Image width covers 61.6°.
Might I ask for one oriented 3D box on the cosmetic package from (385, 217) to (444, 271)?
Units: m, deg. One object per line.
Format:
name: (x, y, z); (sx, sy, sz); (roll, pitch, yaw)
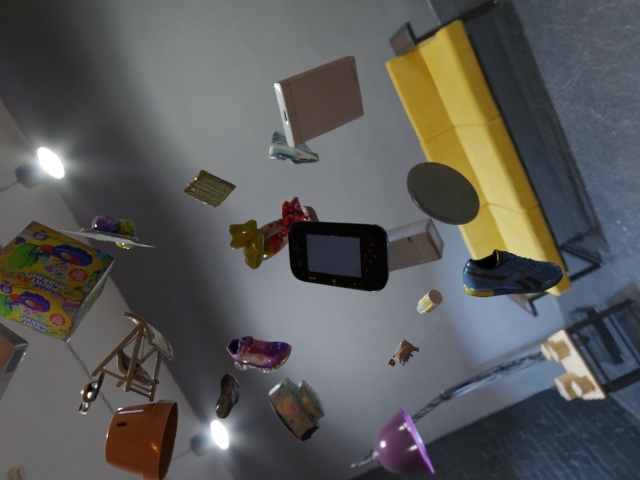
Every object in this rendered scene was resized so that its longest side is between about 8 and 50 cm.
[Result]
cosmetic package: (0.301, 0.021, 1.899); (0.127, 0.238, 0.107); (56, -148, -22)

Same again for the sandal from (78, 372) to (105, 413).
sandal: (-0.909, 0.596, 2.109); (0.060, 0.219, 0.090); (29, -152, -22)

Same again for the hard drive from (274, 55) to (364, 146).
hard drive: (0.006, -0.514, 1.970); (0.047, 0.353, 0.233); (21, 132, 47)

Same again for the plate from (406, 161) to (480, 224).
plate: (0.284, -0.107, 1.259); (0.188, 0.188, 0.024); (65, 151, 26)

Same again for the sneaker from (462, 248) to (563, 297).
sneaker: (0.383, 0.057, 1.057); (0.069, 0.209, 0.082); (-107, 14, -62)

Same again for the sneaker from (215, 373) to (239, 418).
sneaker: (-0.300, 0.529, 1.803); (0.071, 0.066, 0.188); (46, -161, -25)

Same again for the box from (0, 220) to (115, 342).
box: (-0.871, 0.129, 1.725); (0.290, 0.177, 0.279); (26, -150, -12)

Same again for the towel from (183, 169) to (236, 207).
towel: (-0.352, -0.163, 1.710); (0.148, 0.110, 0.027); (23, -149, -47)

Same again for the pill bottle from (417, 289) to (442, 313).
pill bottle: (0.292, 0.168, 1.446); (0.043, 0.043, 0.083); (65, 153, 22)

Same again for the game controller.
game controller: (0.040, 0.036, 1.368); (0.067, 0.319, 0.166); (0, -87, -49)

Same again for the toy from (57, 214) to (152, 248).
toy: (-0.433, -0.022, 1.124); (0.237, 0.137, 0.056); (128, 150, -81)

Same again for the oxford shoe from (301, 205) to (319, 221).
oxford shoe: (0.000, 0.000, 2.267); (0.123, 0.130, 0.348); (18, 130, 52)

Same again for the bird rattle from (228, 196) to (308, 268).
bird rattle: (-0.152, -0.017, 1.608); (0.143, 0.253, 0.207); (44, 148, 15)

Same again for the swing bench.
swing bench: (-0.669, 0.430, 1.985); (0.165, 0.254, 0.253); (19, 158, 12)

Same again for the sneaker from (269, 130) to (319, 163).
sneaker: (-0.098, -0.392, 2.251); (0.283, 0.110, 0.122); (4, -96, -55)

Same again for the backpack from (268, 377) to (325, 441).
backpack: (-0.080, 0.548, 1.797); (0.188, 0.144, 0.166); (44, -179, -5)

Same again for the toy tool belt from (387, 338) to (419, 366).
toy tool belt: (0.215, 0.300, 1.389); (0.051, 0.083, 0.052); (31, -169, 11)

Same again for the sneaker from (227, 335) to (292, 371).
sneaker: (-0.196, 0.336, 1.640); (0.104, 0.236, 0.095); (57, -139, -27)

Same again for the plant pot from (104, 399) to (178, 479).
plant pot: (-0.656, 0.728, 1.975); (0.291, 0.204, 0.290); (-174, 90, -87)

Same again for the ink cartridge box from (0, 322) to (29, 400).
ink cartridge box: (-0.983, 0.349, 1.491); (0.261, 0.296, 0.066); (29, -176, 14)
